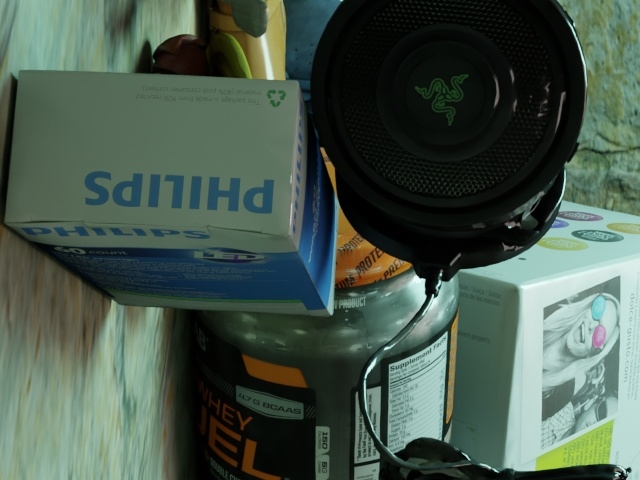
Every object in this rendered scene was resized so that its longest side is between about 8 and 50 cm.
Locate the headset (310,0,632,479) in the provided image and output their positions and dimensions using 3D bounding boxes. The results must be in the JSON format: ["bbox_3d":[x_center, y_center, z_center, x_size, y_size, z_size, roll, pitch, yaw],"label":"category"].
[{"bbox_3d":[0.094,-0.054,0.850,0.243,0.185,0.394,67,31,-77],"label":"headset"}]

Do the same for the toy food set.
[{"bbox_3d":[-0.086,-0.060,1.045,0.128,0.071,0.217,-126,-145,-59],"label":"toy food set"}]

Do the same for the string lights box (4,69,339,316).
[{"bbox_3d":[-0.065,-0.015,0.861,0.259,0.133,0.076,69,24,-79],"label":"string lights box"}]

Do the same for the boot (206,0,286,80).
[{"bbox_3d":[-0.058,-0.145,1.235,0.197,0.073,0.152,-99,-172,-51],"label":"boot"}]

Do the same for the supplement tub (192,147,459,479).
[{"bbox_3d":[0.003,0.111,1.302,0.207,0.207,0.338,-77,169,-60],"label":"supplement tub"}]

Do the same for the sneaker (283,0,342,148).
[{"bbox_3d":[-0.013,-0.042,1.431,0.148,0.131,0.350,-84,176,-74],"label":"sneaker"}]

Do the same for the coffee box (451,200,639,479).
[{"bbox_3d":[0.160,0.145,1.654,0.334,0.338,0.338,-11,109,-44],"label":"coffee box"}]
